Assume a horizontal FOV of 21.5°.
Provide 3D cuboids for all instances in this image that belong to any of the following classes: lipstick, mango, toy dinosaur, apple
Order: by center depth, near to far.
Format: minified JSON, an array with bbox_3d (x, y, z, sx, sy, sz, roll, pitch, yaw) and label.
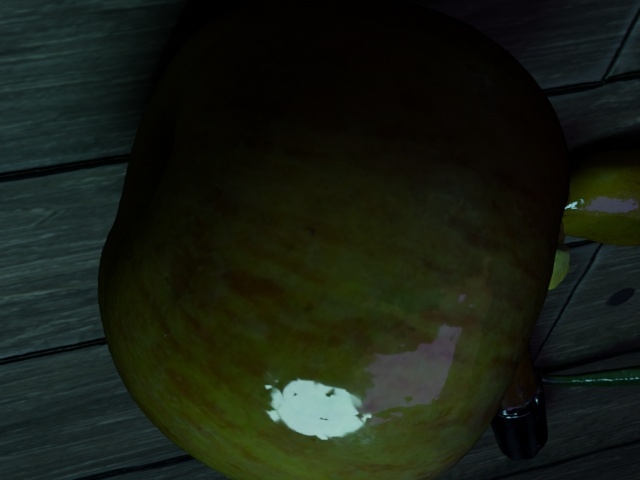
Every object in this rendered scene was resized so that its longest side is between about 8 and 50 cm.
[{"bbox_3d":[0.000,0.000,1.282,0.334,0.400,0.400,21,142,3],"label":"apple"},{"bbox_3d":[0.303,-0.045,1.726,0.178,0.090,0.115,8,144,-33],"label":"mango"},{"bbox_3d":[0.219,0.152,1.974,0.077,0.077,0.418,-25,148,-2],"label":"lipstick"},{"bbox_3d":[0.503,0.193,2.122,0.447,0.087,0.301,30,130,-33],"label":"toy dinosaur"}]

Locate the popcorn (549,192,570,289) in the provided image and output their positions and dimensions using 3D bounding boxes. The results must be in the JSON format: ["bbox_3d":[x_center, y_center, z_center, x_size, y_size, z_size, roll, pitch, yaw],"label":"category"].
[{"bbox_3d":[0.151,-0.004,1.604,0.194,0.163,0.140,-28,168,-20],"label":"popcorn"}]
